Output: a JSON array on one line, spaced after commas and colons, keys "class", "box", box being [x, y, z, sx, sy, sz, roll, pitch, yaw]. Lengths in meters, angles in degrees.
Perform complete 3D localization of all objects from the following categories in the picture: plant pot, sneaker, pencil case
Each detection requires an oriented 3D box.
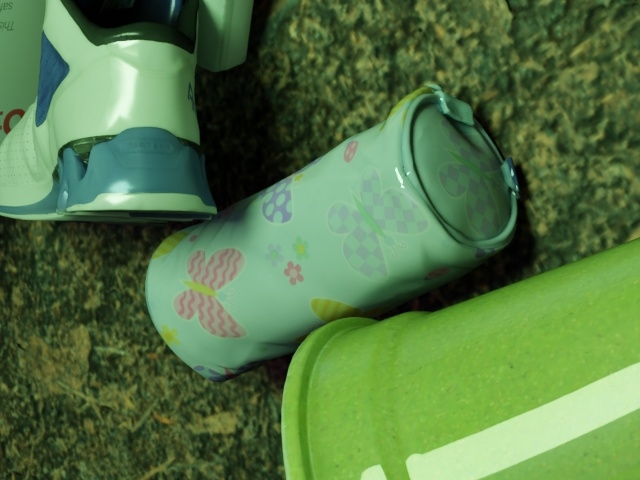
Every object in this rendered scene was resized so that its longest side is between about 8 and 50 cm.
[{"class": "plant pot", "box": [0.162, 0.116, 0.793, 0.254, 0.276, 0.276, -30, 81, 26]}, {"class": "sneaker", "box": [-0.148, -0.103, 1.010, 0.315, 0.127, 0.182, 179, 95, -67]}, {"class": "pencil case", "box": [0.000, 0.000, 0.963, 0.273, 0.113, 0.124, -30, 68, 37]}]

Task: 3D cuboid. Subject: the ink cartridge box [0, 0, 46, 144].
[{"class": "ink cartridge box", "box": [-0.343, -0.237, 1.065, 0.160, 0.279, 0.385, 21, 112, 33]}]

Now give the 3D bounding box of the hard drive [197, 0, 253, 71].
[{"class": "hard drive", "box": [-0.113, -0.295, 0.972, 0.203, 0.040, 0.307, 37, 135, 29]}]
